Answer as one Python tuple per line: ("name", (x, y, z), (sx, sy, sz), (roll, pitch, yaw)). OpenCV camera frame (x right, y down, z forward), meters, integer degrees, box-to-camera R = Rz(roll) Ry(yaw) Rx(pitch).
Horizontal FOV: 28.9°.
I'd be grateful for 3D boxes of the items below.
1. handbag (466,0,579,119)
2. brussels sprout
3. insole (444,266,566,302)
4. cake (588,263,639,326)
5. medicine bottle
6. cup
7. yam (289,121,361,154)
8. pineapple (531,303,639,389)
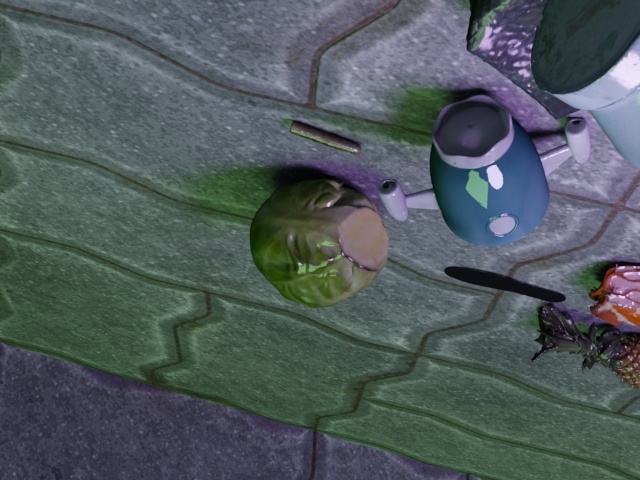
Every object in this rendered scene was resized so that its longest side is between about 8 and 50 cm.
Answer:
("handbag", (0.289, -0.242, 1.450), (0.270, 0.088, 0.175), (30, 145, -35))
("brussels sprout", (0.000, 0.000, 2.058), (0.244, 0.244, 0.244), (12, 159, 5))
("insole", (0.344, 0.081, 2.308), (0.232, 0.003, 0.080), (14, 159, -1))
("cake", (0.582, 0.099, 2.077), (0.287, 0.098, 0.135), (0, 155, 32))
("medicine bottle", (0.392, -0.179, 1.306), (0.290, 0.245, 0.245), (23, 157, -23))
("cup", (0.224, -0.107, 1.714), (0.300, 0.167, 0.173), (-18, 141, 8))
("yam", (0.008, -0.156, 1.900), (0.116, 0.021, 0.021), (18, 158, -13))
("pineapple", (0.536, 0.209, 2.362), (0.277, 0.119, 0.130), (16, 177, 0))
